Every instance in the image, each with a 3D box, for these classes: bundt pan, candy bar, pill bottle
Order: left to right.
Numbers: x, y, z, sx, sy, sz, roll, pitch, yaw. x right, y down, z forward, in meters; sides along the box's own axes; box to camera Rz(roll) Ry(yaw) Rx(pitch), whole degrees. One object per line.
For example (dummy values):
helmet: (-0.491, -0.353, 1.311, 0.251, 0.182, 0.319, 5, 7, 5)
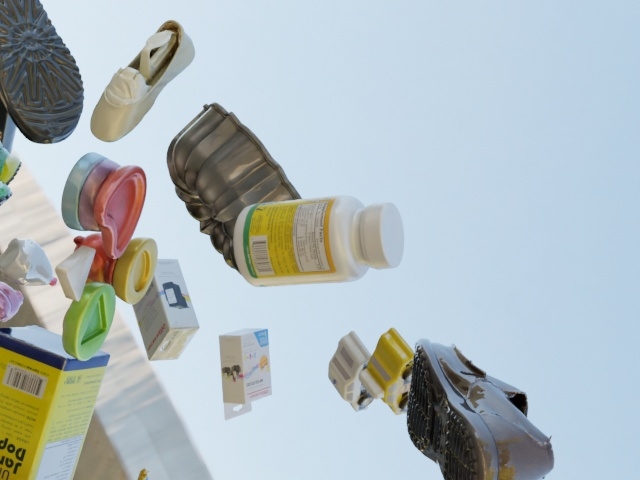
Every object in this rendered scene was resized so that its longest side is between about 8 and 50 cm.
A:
candy bar: (-0.302, 0.476, 1.994, 0.040, 0.018, 0.161, -68, 153, -62)
bundt pan: (-0.141, -0.060, 1.870, 0.331, 0.124, 0.331, 50, -13, 16)
pill bottle: (0.000, 0.000, 1.506, 0.208, 0.117, 0.118, -5, -68, 24)

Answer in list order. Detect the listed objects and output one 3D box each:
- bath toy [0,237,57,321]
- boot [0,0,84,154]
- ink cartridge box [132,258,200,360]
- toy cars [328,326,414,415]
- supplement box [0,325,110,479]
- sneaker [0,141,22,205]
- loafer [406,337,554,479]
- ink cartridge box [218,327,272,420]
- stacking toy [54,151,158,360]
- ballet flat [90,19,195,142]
bath toy: (-0.679, 0.146, 2.335, 0.129, 0.348, 0.151, 38, 7, -36)
boot: (-0.606, -0.248, 2.160, 0.445, 0.146, 0.367, -44, -120, 51)
ink cartridge box: (-0.325, 0.144, 2.328, 0.127, 0.072, 0.175, -53, -131, 41)
toy cars: (0.088, 0.271, 2.232, 0.176, 0.087, 0.393, 69, -21, -1)
supplement box: (-0.594, 0.368, 2.252, 0.195, 0.194, 0.357, 18, -89, 15)
sneaker: (-0.618, -0.112, 1.928, 0.146, 0.134, 0.343, 54, 5, -24)
loafer: (0.200, 0.235, 1.461, 0.366, 0.130, 0.134, -116, -150, -70)
ink cartridge box: (-0.155, 0.280, 2.357, 0.061, 0.104, 0.181, -1, -86, 31)
stacking toy: (-0.391, 0.024, 1.842, 0.130, 0.279, 0.309, 17, -42, 13)
ballet flat: (-0.285, -0.260, 1.781, 0.086, 0.248, 0.086, 22, -34, 16)
